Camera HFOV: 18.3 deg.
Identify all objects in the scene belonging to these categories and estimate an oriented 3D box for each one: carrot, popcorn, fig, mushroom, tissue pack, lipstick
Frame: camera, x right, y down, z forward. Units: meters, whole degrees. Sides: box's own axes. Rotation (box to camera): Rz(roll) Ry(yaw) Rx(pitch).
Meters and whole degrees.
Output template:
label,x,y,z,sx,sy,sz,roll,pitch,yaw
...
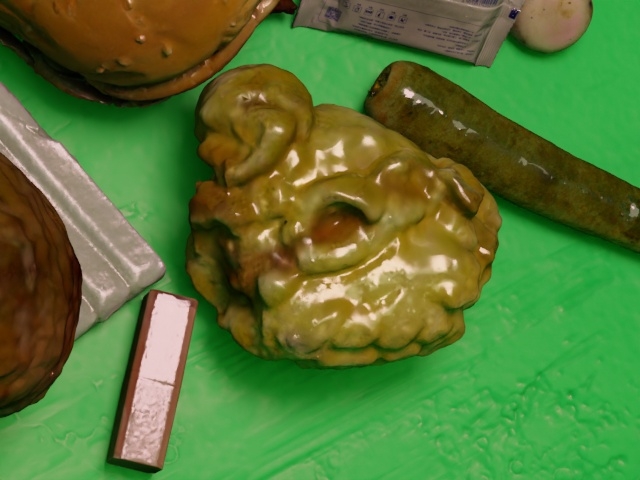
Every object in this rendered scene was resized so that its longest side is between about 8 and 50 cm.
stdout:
label,x,y,z,sx,sy,sz,roll,pitch,yaw
carrot,0.202,-0.057,1.790,0.358,0.074,0.074,27,71,-13
popcorn,0.000,0.000,1.658,0.286,0.174,0.225,28,76,-11
fig,-0.332,-0.029,1.519,0.286,0.286,0.368,-3,71,-18
mushroom,0.208,-0.213,1.828,0.084,0.067,0.083,-1,111,-3
tissue pack,0.083,-0.215,1.764,0.193,0.122,0.026,12,46,-13
lipstick,-0.139,0.117,1.654,0.045,0.045,0.145,16,74,-14

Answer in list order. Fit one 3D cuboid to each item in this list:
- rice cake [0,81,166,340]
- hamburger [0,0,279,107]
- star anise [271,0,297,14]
label,x,y,z,sx,sy,sz,roll,pitch,yaw
rice cake,-0.244,-0.029,1.655,0.127,0.043,0.237,-40,91,-20
hamburger,-0.167,-0.259,1.620,0.319,0.158,0.318,0,91,11
star anise,-0.106,-0.228,1.706,0.144,0.158,0.140,-61,140,-54
